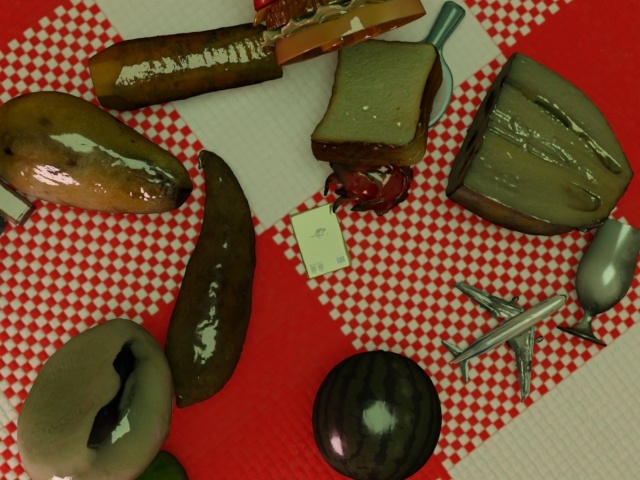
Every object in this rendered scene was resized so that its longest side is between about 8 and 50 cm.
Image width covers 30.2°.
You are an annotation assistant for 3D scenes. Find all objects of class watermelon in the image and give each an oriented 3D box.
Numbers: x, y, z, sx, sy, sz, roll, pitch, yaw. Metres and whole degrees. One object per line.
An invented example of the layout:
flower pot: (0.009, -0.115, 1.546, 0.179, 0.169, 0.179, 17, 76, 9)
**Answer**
watermelon: (0.088, 0.275, 1.863, 0.212, 0.212, 0.212, 0, 88, -4)

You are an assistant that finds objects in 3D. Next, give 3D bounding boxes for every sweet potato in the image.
sweet potato: (-0.170, 0.061, 1.899, 0.130, 0.130, 0.423, 7, 81, -4)

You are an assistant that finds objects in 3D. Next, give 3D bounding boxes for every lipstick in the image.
lipstick: (-0.531, -0.082, 1.910, 0.145, 0.045, 0.045, 37, 87, -1)

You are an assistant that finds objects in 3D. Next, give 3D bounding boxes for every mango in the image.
mango: (-0.360, -0.131, 1.859, 0.329, 0.176, 0.176, 15, 99, -8)

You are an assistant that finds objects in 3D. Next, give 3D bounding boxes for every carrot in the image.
carrot: (-0.218, -0.283, 1.906, 0.301, 0.114, 0.114, -12, 89, -7)

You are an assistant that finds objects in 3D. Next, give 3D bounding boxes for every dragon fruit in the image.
dragon fruit: (0.081, -0.106, 1.926, 0.142, 0.130, 0.121, 8, 121, -5)

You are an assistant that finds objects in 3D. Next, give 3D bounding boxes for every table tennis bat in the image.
table tennis bat: (0.165, -0.290, 1.974, 0.153, 0.040, 0.244, 32, 89, 3)

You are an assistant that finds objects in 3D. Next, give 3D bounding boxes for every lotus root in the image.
lotus root: (0.365, -0.124, 1.932, 0.260, 0.149, 0.267, 26, 68, -7)

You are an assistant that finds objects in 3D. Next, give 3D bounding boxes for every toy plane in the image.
toy plane: (0.309, 0.149, 1.955, 0.226, 0.058, 0.226, -30, 80, -2)

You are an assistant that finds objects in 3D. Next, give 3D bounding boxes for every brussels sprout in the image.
brussels sprout: (-0.288, 0.417, 1.867, 0.183, 0.131, 0.145, -34, 86, -9)

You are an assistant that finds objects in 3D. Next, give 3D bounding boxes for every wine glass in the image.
wine glass: (0.465, 0.066, 1.954, 0.092, 0.093, 0.202, 22, 86, -3)

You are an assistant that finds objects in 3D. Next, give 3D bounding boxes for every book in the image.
book: (0.000, 0.000, 1.961, 0.077, 0.014, 0.111, -17, 90, -6)

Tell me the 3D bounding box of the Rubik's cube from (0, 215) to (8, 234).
Rubik's cube: (-0.649, -0.002, 1.808, 0.221, 0.224, 0.231, 35, 86, -2)

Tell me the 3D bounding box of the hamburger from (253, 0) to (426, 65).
hamburger: (0.013, -0.402, 1.795, 0.274, 0.274, 0.212, -20, 94, -5)

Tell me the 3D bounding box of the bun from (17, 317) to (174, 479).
bun: (-0.325, 0.274, 1.832, 0.283, 0.283, 0.179, -52, 130, -4)

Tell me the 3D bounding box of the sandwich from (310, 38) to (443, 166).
sandwich: (0.092, -0.221, 1.885, 0.186, 0.065, 0.215, 4, 60, 16)
